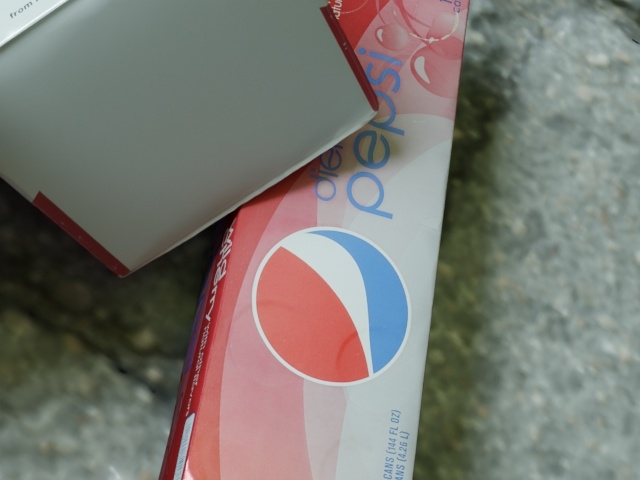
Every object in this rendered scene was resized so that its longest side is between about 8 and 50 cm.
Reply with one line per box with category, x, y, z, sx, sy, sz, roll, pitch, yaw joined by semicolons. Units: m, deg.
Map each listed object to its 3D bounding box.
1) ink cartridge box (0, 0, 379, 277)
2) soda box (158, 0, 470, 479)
ink cartridge box;-0.084;-0.107;0.398;0.127;0.128;0.176;-33;56;4
soda box;0.000;0.000;0.454;0.092;0.083;0.263;15;65;-11
